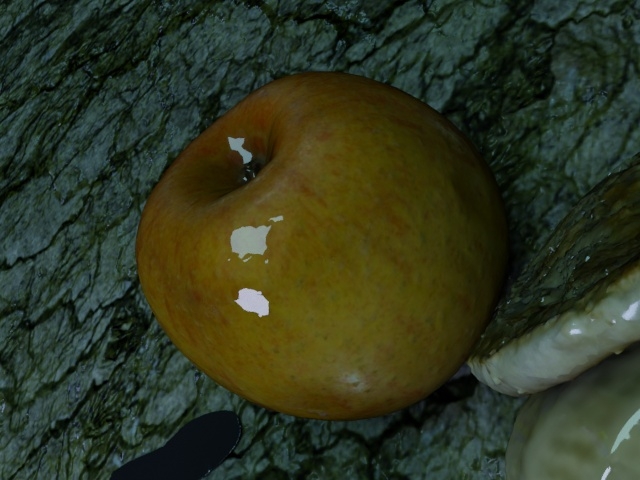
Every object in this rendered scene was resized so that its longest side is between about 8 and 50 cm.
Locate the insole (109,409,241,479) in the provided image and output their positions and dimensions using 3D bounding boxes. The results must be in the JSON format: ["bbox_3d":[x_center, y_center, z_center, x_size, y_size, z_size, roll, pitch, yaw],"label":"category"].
[{"bbox_3d":[-0.156,0.232,0.859,0.188,0.004,0.064,-31,54,21],"label":"insole"}]

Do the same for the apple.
[{"bbox_3d":[0.000,0.000,0.688,0.299,0.275,0.298,-20,53,30],"label":"apple"}]

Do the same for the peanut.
[{"bbox_3d":[0.268,0.088,0.523,0.340,0.158,0.174,-46,36,11],"label":"peanut"}]

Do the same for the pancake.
[{"bbox_3d":[0.230,-0.023,0.532,0.356,0.356,0.065,-40,91,14],"label":"pancake"}]
